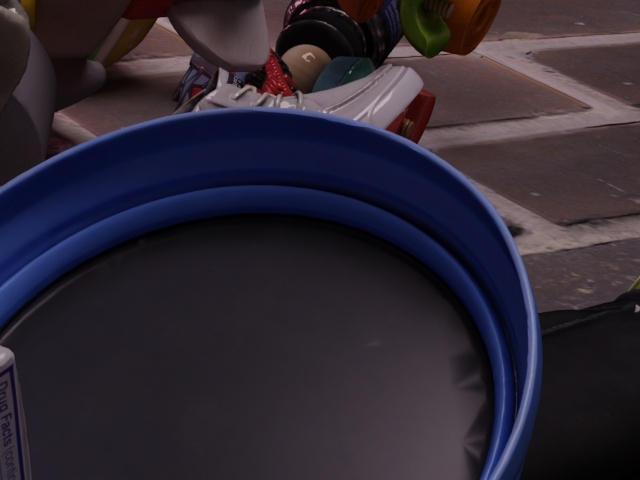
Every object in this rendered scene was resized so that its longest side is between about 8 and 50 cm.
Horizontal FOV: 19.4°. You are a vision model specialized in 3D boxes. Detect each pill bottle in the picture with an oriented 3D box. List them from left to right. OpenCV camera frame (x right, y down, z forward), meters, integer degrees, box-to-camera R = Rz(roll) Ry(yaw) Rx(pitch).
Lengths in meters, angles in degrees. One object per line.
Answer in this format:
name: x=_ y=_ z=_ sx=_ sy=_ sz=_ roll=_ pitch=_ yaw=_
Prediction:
pill bottle: x=0.031 y=-0.246 z=2.080 sx=0.123 sy=0.123 sz=0.219 roll=17 pitch=35 yaw=13

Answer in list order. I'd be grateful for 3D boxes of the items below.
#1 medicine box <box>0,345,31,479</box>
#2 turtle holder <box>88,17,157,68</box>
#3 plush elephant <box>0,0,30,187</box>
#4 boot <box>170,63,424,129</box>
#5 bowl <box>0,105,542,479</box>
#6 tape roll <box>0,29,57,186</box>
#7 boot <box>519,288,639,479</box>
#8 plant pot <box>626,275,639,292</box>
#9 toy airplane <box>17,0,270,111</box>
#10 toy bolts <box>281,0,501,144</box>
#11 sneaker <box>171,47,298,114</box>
medicine box: x=-0.325 y=0.124 z=0.863 sx=0.263 sy=0.149 sz=0.289 roll=24 pitch=42 yaw=29
turtle holder: x=-0.243 y=-0.283 z=1.912 sx=0.320 sy=0.227 sz=0.243 roll=1 pitch=23 yaw=-27
plush elephant: x=-0.306 y=-0.056 z=1.236 sx=0.272 sy=0.255 sz=0.330 roll=-11 pitch=24 yaw=-19
boot: x=-0.039 y=-0.099 z=1.544 sx=0.258 sy=0.123 sz=0.095 roll=-39 pitch=7 yaw=-21
bowl: x=-0.069 y=0.088 z=1.035 sx=0.391 sy=0.077 sz=0.391 roll=-8 pitch=47 yaw=9
tape roll: x=-0.314 y=-0.103 z=1.429 sx=0.219 sy=0.219 sz=0.072 roll=9 pitch=52 yaw=-6
boot: x=0.181 y=0.125 z=1.179 sx=0.445 sy=0.146 sz=0.367 roll=-2 pitch=7 yaw=-41
plant pot: x=0.287 y=0.071 z=1.521 sx=0.079 sy=0.083 sz=0.083 roll=36 pitch=30 yaw=23
toy airplane: x=-0.224 y=-0.200 z=1.580 sx=0.384 sy=0.272 sz=0.386 roll=1 pitch=-21 yaw=28
toy bolts: x=0.060 y=-0.213 z=1.896 sx=0.158 sy=0.228 sz=0.218 roll=29 pitch=20 yaw=16
sneaker: x=-0.076 y=-0.098 z=1.715 sx=0.104 sy=0.125 sz=0.262 roll=38 pitch=17 yaw=-26
